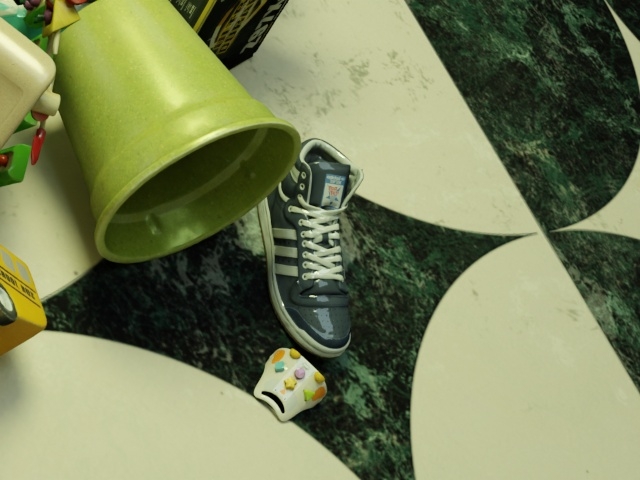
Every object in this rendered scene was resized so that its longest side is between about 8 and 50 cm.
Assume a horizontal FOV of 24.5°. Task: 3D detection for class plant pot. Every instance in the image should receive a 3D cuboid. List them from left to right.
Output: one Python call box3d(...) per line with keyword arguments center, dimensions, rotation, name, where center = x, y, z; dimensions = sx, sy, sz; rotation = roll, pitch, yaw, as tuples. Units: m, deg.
box3d(center=(-0.204, -0.154, 1.788), dimensions=(0.276, 0.276, 0.254), rotation=(-16, 67, -42), name="plant pot")

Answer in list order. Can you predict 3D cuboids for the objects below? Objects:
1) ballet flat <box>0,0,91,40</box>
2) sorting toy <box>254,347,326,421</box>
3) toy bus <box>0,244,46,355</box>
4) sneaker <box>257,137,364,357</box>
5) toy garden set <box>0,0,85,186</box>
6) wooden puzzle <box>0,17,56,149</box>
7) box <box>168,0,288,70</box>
box3d(center=(-0.458, -0.267, 1.841), dimensions=(0.409, 0.147, 0.147), rotation=(4, 54, -36), name="ballet flat")
box3d(center=(-0.041, 0.181, 1.809), dimensions=(0.083, 0.045, 0.075), rotation=(43, 62, 3), name="sorting toy")
box3d(center=(-0.405, 0.028, 1.487), dimensions=(0.130, 0.108, 0.332), rotation=(66, 9, 30), name="toy bus")
box3d(center=(0.000, 0.000, 1.894), dimensions=(0.099, 0.153, 0.282), rotation=(5, 53, -31), name="sneaker")
box3d(center=(-0.341, -0.191, 1.706), dimensions=(0.049, 0.204, 0.244), rotation=(15, 81, -26), name="toy garden set")
box3d(center=(-0.512, -0.150, 1.615), dimensions=(0.322, 0.348, 0.080), rotation=(38, 0, -3), name="wooden puzzle")
box3d(center=(-0.118, -0.332, 1.963), dimensions=(0.079, 0.322, 0.257), rotation=(43, 42, 6), name="box")
